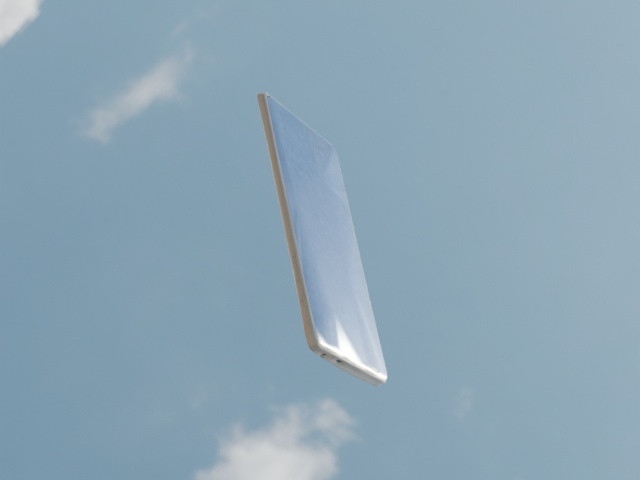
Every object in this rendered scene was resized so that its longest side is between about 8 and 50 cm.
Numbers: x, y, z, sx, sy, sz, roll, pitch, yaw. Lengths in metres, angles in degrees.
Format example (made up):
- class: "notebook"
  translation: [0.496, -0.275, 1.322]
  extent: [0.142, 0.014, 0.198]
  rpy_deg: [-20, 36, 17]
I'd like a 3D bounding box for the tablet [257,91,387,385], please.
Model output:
- class: "tablet"
  translation: [0.000, 0.000, 0.524]
  extent: [0.006, 0.054, 0.083]
  rpy_deg: [-21, -115, 19]
